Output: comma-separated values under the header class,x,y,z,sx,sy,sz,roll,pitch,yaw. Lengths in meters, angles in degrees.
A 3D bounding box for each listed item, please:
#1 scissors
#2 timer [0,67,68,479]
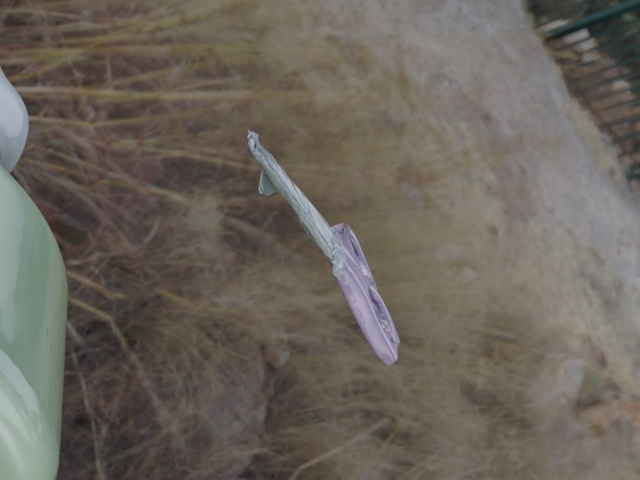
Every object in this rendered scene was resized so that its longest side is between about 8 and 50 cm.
class,x,y,z,sx,sy,sz,roll,pitch,yaw
scissors,0.001,0.000,0.568,0.212,0.021,0.110,50,17,-50
timer,-0.265,-0.017,0.512,0.291,0.290,0.315,46,29,-35
